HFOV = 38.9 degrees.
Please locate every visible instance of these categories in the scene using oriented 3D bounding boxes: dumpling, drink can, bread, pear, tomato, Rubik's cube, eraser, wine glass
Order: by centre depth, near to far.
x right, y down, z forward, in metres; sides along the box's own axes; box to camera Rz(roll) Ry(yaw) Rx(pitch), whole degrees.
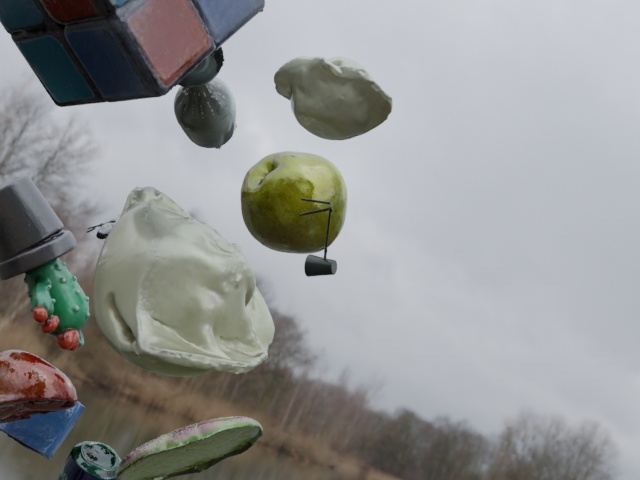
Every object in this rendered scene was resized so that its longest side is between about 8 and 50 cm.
[{"bbox_3d":[-0.193,0.308,1.339,0.228,0.033,0.228,-17,-23,-7],"label":"bread"},{"bbox_3d":[-0.210,0.081,1.456,0.315,0.233,0.395,29,25,-37],"label":"dumpling"},{"bbox_3d":[-0.340,-0.435,1.519,0.316,0.313,0.318,4,-48,43],"label":"Rubik's cube"},{"bbox_3d":[0.020,-0.250,1.565,0.250,0.132,0.162,8,-27,48],"label":"dumpling"},{"bbox_3d":[-0.228,-0.279,1.752,0.126,0.126,0.241,21,-21,13],"label":"wine glass"},{"bbox_3d":[-0.633,0.300,1.895,0.233,0.139,0.200,-12,-17,-3],"label":"tomato"},{"bbox_3d":[-0.503,0.528,1.905,0.118,0.205,0.118,26,15,-8],"label":"drink can"},{"bbox_3d":[-0.712,0.364,2.077,0.312,0.144,0.042,28,-27,8],"label":"eraser"},{"bbox_3d":[-0.065,-0.097,2.390,0.294,0.294,0.294,22,-10,4],"label":"pear"}]

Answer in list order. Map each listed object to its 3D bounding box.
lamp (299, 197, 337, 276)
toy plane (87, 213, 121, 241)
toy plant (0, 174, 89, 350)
[{"bbox_3d":[0.000,0.001,1.251,0.054,0.041,0.121,5,-53,23],"label":"lamp"},{"bbox_3d":[-0.529,-0.032,2.279,0.049,0.031,0.121,40,39,15],"label":"toy plane"},{"bbox_3d":[-0.625,0.063,2.036,0.279,0.185,0.400,-9,-69,60],"label":"toy plant"}]
